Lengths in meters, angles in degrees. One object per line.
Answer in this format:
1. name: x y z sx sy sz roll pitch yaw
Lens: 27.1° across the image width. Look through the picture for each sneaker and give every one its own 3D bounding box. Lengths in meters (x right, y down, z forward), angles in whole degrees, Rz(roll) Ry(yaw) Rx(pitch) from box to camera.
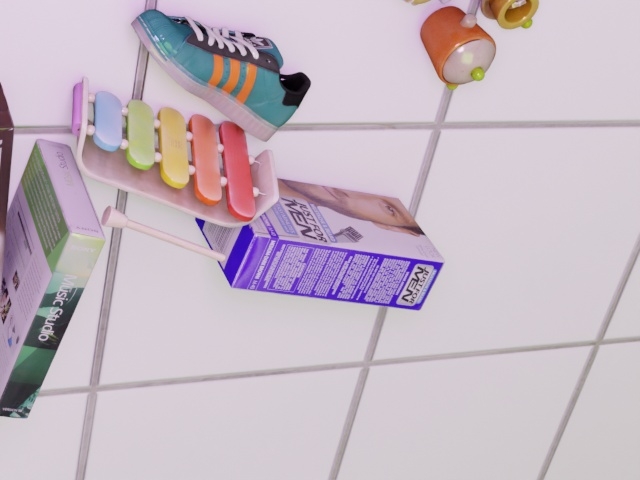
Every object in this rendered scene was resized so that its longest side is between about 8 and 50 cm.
1. sneaker: -0.131 -0.252 1.833 0.121 0.108 0.302 -45 140 12

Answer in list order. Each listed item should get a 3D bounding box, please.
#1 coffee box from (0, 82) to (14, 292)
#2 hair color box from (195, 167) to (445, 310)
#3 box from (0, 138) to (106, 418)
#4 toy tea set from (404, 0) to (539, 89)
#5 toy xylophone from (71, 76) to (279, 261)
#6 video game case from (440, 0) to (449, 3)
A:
1. coffee box: -0.512 -0.059 1.789 0.168 0.119 0.297 -2 127 -23
2. hair color box: 0.000 0.000 2.040 0.339 0.185 0.110 9 120 -32
3. box: -0.401 0.053 1.856 0.058 0.232 0.322 9 122 -31
4. toy tea set: 0.212 -0.343 1.858 0.200 0.124 0.336 -34 147 6
5. toy xylophone: -0.204 -0.095 1.840 0.322 0.236 0.081 14 130 -32
6. video game case: 0.230 -0.450 1.897 0.190 0.022 0.173 -29 134 -1
